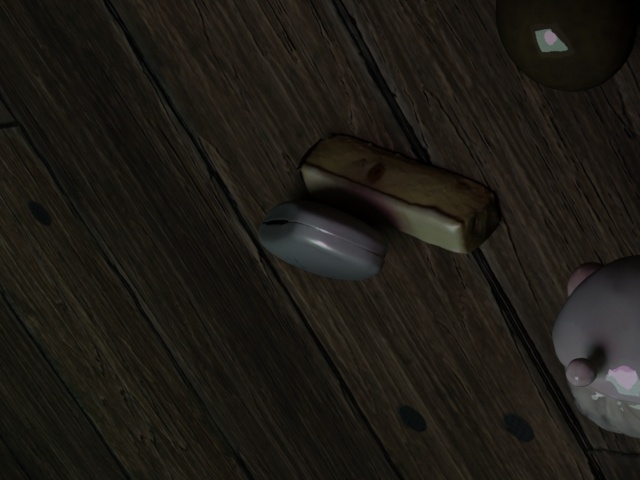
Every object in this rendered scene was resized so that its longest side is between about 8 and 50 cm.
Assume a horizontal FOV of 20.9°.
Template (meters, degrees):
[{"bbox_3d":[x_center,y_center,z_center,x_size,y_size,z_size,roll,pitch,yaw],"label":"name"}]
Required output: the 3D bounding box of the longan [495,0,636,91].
[{"bbox_3d":[0.174,-0.159,1.240,0.106,0.106,0.119,51,-170,-9],"label":"longan"}]

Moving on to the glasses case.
[{"bbox_3d":[0.000,0.000,1.587,0.092,0.059,0.233,24,175,-12],"label":"glasses case"}]

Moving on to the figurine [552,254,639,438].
[{"bbox_3d":[0.264,0.051,1.217,0.182,0.257,0.144,39,146,13],"label":"figurine"}]

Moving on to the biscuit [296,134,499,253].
[{"bbox_3d":[0.066,-0.040,1.534,0.188,0.056,0.052,21,140,33],"label":"biscuit"}]
